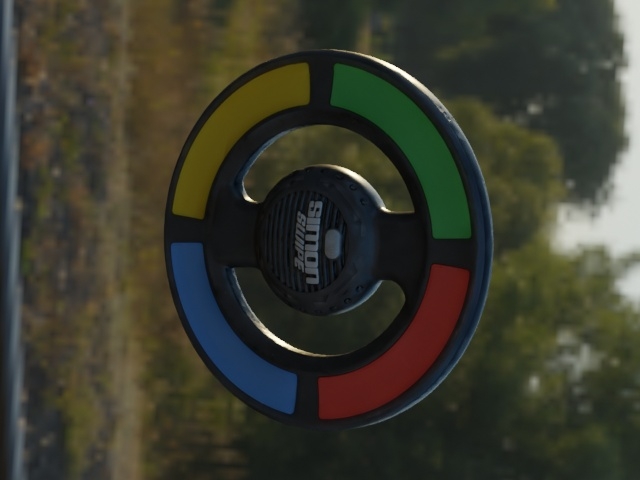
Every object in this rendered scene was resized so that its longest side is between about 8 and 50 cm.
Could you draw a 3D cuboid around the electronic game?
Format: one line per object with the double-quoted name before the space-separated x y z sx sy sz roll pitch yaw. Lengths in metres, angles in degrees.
"electronic game" 0.000 0.000 1.176 0.048 0.229 0.229 -3 97 -58
